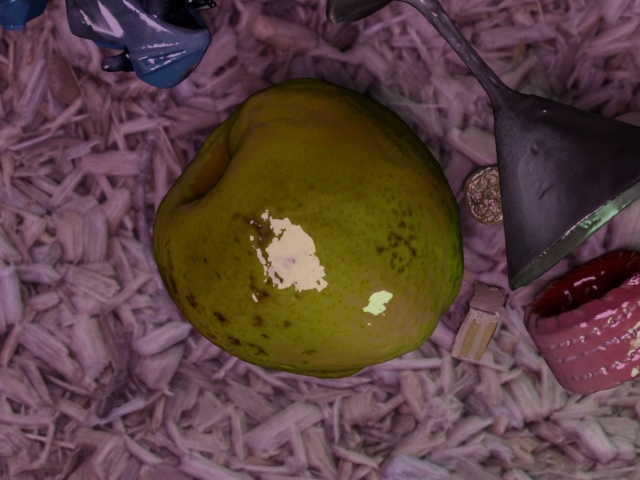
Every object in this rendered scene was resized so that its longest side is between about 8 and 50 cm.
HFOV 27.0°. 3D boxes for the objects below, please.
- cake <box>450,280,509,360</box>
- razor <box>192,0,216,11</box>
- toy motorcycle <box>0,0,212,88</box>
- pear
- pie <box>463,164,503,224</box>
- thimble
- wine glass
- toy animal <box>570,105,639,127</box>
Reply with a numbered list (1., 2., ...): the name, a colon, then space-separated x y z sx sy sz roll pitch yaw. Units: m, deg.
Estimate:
1. cake: 0.218 0.117 1.833 0.052 0.065 0.121 17 135 2
2. razor: -0.199 -0.412 1.690 0.082 0.042 0.253 -5 113 46
3. toy motorcycle: -0.296 -0.308 1.671 0.416 0.172 0.232 5 117 20
4. pear: 0.000 0.000 1.653 0.391 0.391 0.391 3 111 8
5. pie: 0.230 -0.060 1.767 0.084 0.021 0.084 2 107 8
6. thimble: 0.369 0.104 1.731 0.189 0.163 0.125 -26 106 22
7. wine glass: 0.202 -0.174 1.542 0.267 0.267 0.406 -42 80 20
8. toy animal: 0.422 -0.116 1.667 0.282 0.138 0.141 -2 91 52
